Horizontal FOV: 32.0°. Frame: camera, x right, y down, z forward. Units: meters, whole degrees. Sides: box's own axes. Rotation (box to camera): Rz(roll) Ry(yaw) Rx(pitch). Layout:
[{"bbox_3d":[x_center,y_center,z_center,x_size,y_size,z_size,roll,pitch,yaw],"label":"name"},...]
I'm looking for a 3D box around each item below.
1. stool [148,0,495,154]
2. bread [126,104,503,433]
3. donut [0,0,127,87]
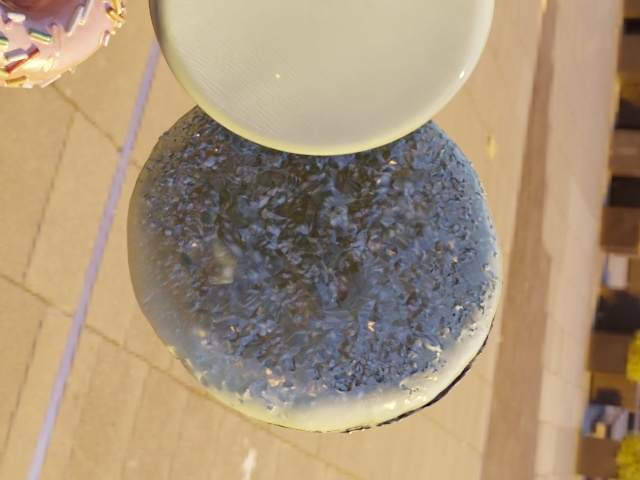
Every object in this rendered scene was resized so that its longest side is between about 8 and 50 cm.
[{"bbox_3d":[0.000,-0.185,0.695,0.195,0.195,0.199,-54,-158,32],"label":"stool"},{"bbox_3d":[0.000,0.000,0.755,0.040,0.266,0.267,111,-8,-67],"label":"bread"},{"bbox_3d":[-0.260,-0.243,1.017,0.199,0.085,0.233,32,80,-43],"label":"donut"}]
